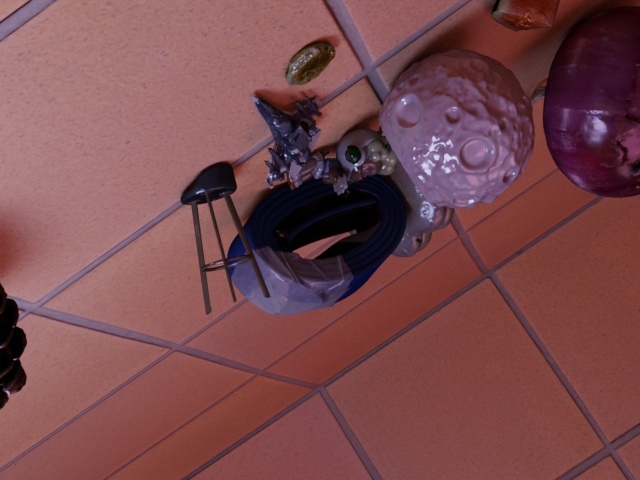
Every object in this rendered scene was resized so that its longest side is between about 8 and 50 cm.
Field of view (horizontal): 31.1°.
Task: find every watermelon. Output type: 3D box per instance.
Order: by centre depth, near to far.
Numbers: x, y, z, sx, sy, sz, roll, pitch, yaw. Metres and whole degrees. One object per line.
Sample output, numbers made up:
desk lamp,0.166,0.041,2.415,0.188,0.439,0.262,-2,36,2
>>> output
watermelon,0.340,-0.376,1.806,0.135,0.094,0.125,-42,154,14

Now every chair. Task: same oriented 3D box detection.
chair,-0.160,-0.002,1.787,0.095,0.222,0.104,-14,174,24

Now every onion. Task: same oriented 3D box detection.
onion,0.544,-0.262,2.169,0.344,0.358,0.358,7,172,16

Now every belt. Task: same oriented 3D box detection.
belt,0.000,0.000,2.030,0.347,0.212,0.117,-25,164,-39

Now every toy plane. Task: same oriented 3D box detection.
toy plane,-0.046,-0.159,1.724,0.160,0.082,0.234,-59,166,-7

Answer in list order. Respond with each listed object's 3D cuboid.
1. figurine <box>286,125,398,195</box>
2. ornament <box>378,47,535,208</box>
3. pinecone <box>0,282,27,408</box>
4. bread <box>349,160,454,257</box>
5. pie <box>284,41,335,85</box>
figurine,0.041,-0.127,1.952,0.197,0.093,0.147,-29,168,-8
ornament,0.226,-0.184,1.845,0.225,0.259,0.259,-32,164,7
pinecone,-0.494,0.138,1.499,0.224,0.224,0.272,-21,148,-36
bread,0.162,-0.077,2.176,0.102,0.183,0.337,-25,164,-36
pie,-0.015,-0.249,1.627,0.084,0.020,0.084,-31,163,-10
